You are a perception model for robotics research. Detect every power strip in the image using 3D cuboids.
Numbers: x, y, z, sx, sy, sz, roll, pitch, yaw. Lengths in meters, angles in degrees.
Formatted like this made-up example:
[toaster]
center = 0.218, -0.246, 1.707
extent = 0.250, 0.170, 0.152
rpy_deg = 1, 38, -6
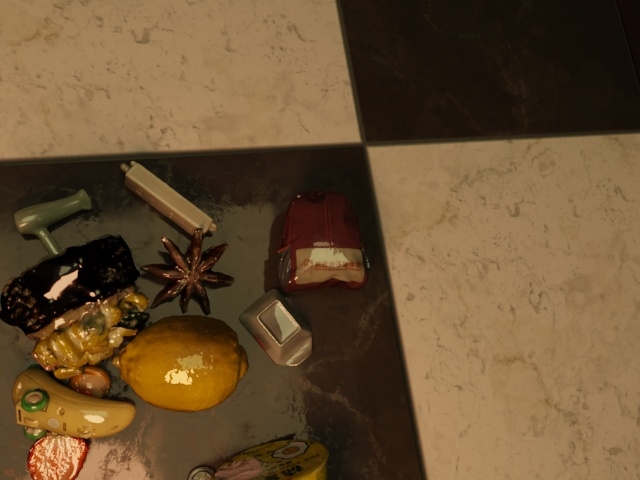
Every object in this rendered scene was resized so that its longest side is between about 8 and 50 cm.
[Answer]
[power strip]
center = -0.460, -0.119, 1.734
extent = 0.338, 0.098, 0.058
rpy_deg = 38, 66, -6

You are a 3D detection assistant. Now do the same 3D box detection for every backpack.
[backpack]
center = 0.000, 0.000, 1.808
extent = 0.283, 0.197, 0.317
rpy_deg = 0, 73, -17

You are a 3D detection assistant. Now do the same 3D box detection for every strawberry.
[strawberry]
center = -0.681, 0.571, 1.518
extent = 0.146, 0.082, 0.187
rpy_deg = 5, 82, -11

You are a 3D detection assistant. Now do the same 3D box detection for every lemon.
[lemon]
center = -0.366, 0.335, 1.576
extent = 0.316, 0.285, 0.285
rpy_deg = -24, 86, 0

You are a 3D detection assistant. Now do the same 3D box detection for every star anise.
[star anise]
center = -0.384, 0.101, 1.706
extent = 0.288, 0.088, 0.288
rpy_deg = -3, 99, -22

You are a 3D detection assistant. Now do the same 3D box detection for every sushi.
[sushi]
center = -0.591, 0.167, 1.476
extent = 0.285, 0.328, 0.328
rpy_deg = 60, 28, 0

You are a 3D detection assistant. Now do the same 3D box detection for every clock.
[clock]
center = -0.334, 0.681, 1.638
extent = 0.085, 0.017, 0.085
rpy_deg = 4, 77, -17

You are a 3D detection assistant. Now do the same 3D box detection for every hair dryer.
[hair dryer]
center = -0.725, -0.006, 1.651
extent = 0.206, 0.075, 0.237
rpy_deg = -24, 94, -28

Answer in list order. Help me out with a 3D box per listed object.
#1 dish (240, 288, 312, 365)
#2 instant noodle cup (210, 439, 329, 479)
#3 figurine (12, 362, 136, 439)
[dish]
center = -0.117, 0.273, 1.776
extent = 0.154, 0.064, 0.234
rpy_deg = -41, 93, -22
[instant noodle cup]
center = -0.111, 0.717, 1.562
extent = 0.325, 0.325, 0.254
rpy_deg = -12, 91, -20
[figurine]
center = -0.638, 0.411, 1.517
extent = 0.324, 0.222, 0.124
rpy_deg = 13, 118, -1
